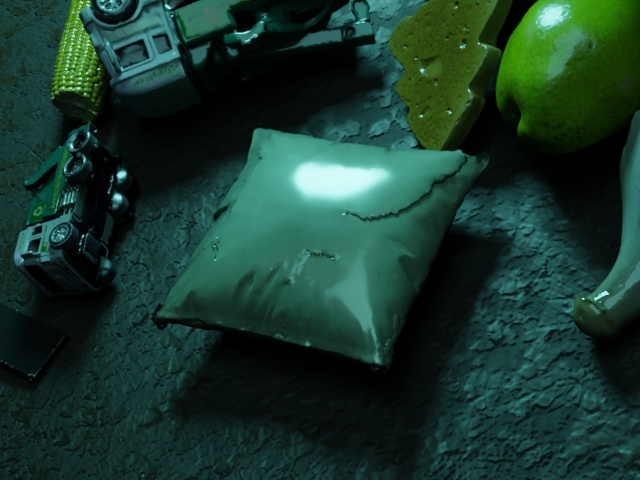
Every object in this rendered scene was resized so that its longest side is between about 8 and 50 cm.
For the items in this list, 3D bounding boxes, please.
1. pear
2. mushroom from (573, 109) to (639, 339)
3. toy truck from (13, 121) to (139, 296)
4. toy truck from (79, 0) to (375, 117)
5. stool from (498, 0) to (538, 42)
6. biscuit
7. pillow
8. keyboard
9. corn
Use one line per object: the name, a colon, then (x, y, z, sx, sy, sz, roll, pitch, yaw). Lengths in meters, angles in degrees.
pear: (0.288, -0.190, 1.680, 0.187, 0.187, 0.219, 24, 68, 33)
mushroom: (0.356, -0.010, 1.573, 0.118, 0.103, 0.270, 10, 63, 25)
toy truck: (-0.313, -0.033, 1.828, 0.116, 0.110, 0.216, -14, 50, 26)
toy truck: (-0.119, -0.287, 1.903, 0.363, 0.176, 0.178, -17, 75, 3)
stool: (0.227, -0.371, 1.823, 0.141, 0.232, 0.232, -39, 51, -16)
biscuit: (0.157, -0.209, 1.782, 0.212, 0.041, 0.238, -14, 68, 51)
pillow: (0.000, 0.000, 1.676, 0.310, 0.119, 0.312, 8, 57, 29)
keyboard: (-0.400, 0.112, 1.802, 0.196, 0.015, 0.074, 20, 59, 31)
corn: (-0.318, -0.271, 2.025, 0.081, 0.081, 0.248, -6, 53, 16)
